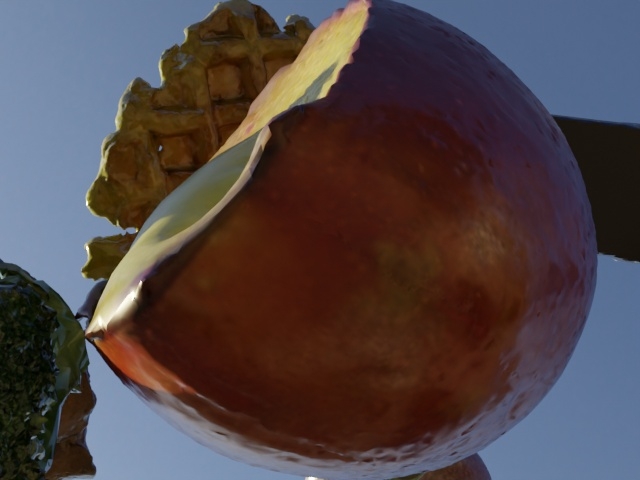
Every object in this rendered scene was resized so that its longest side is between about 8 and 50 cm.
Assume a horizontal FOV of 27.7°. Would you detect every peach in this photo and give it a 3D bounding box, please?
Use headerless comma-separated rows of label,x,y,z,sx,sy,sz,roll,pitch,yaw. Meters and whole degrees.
peach,0.000,0.000,0.687,0.281,0.281,0.338,-29,-20,25

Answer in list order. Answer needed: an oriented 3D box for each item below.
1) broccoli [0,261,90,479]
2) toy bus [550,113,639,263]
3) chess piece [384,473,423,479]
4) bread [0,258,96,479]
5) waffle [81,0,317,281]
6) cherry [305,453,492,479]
broccoli,-0.269,0.091,0.819,0.308,0.275,0.308,16,-61,30
toy bus,0.248,-0.067,1.527,0.386,0.162,0.171,6,-87,-5
chess piece,0.044,0.188,1.155,0.067,0.067,0.103,36,-29,-22
bread,-0.315,0.120,1.284,0.135,0.247,0.232,-22,-40,-32
waffle,-0.024,-0.021,1.022,0.325,0.302,0.068,37,-16,-22
cherry,0.084,0.296,1.625,0.285,0.236,0.213,17,-77,22
